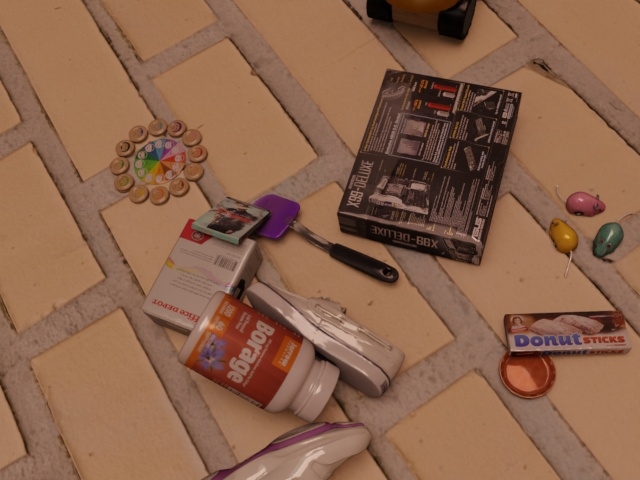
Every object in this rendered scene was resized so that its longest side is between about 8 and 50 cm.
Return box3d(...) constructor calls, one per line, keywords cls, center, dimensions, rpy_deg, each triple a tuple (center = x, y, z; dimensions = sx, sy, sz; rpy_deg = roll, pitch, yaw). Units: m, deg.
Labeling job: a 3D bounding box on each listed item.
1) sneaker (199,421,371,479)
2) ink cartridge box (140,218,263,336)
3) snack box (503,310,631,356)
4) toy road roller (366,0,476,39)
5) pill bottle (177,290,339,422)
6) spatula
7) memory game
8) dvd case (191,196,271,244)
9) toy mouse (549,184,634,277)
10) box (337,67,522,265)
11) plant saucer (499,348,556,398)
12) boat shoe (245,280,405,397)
box3d(cls="sneaker", center=(-0.054, 0.363, 1.047), dimensions=(0.305, 0.114, 0.152), rpy_deg=(-27, 83, -6))
box3d(cls="ink cartridge box", center=(-0.191, 0.069, 1.206), dimensions=(0.128, 0.072, 0.175), rpy_deg=(19, 68, 15))
box3d(cls="snack box", center=(0.371, 0.141, 1.119), dimensions=(0.178, 0.022, 0.064), rpy_deg=(-2, 57, 2))
box3d(cls="toy road roller", center=(0.221, -0.553, 1.359), dimensions=(0.203, 0.240, 0.329), rpy_deg=(19, 68, 15))
box3d(cls="pill bottle", center=(-0.087, 0.174, 1.077), dimensions=(0.216, 0.121, 0.121), rpy_deg=(30, 70, -5))
box3d(cls="spatula", center=(0.000, 0.000, 1.239), dimensions=(0.297, 0.030, 0.084), rpy_deg=(26, 68, 18))
box3d(cls="memory game", center=(-0.298, -0.147, 1.358), dimensions=(0.186, 0.012, 0.186), rpy_deg=(-3, 64, 6))
box3d(cls="dvd case", center=(-0.146, -0.035, 1.225), dimensions=(0.087, 0.013, 0.119), rpy_deg=(19, 30, 16))
box3d(cls="toy mouse", center=(0.442, -0.032, 1.197), dimensions=(0.143, 0.031, 0.161), rpy_deg=(-12, 63, 1))
box3d(cls="box", center=(0.188, -0.132, 1.253), dimensions=(0.243, 0.076, 0.307), rpy_deg=(13, 67, 13))
box3d(cls="plant saucer", center=(0.311, 0.197, 1.114), dimensions=(0.084, 0.013, 0.083), rpy_deg=(-3, 65, 5))
box3d(cls="boat shoe", center=(0.007, 0.132, 1.142), dimensions=(0.268, 0.096, 0.088), rpy_deg=(30, 61, 23))
